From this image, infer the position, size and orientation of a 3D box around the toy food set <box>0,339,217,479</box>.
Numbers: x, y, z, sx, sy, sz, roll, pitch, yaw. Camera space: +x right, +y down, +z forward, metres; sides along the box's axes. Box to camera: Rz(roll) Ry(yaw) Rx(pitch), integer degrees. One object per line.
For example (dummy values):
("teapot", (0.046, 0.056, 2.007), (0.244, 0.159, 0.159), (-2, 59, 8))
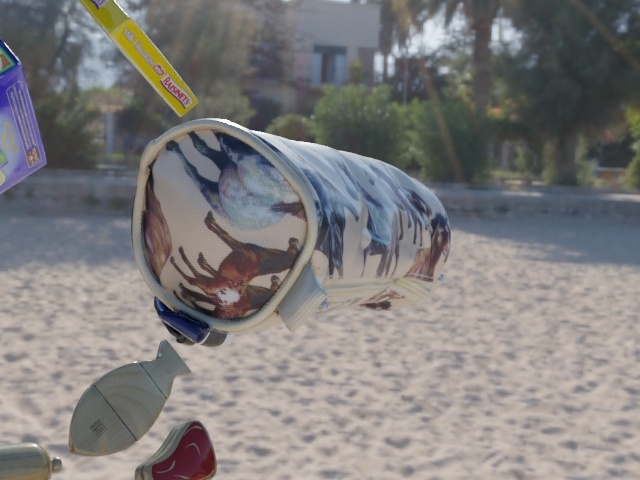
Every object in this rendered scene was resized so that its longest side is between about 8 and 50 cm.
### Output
("toy food set", (-0.084, 0.097, 0.329), (0.019, 0.078, 0.122), (-27, 3, 43))

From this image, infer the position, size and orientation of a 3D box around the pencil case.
("pencil case", (0.000, 0.000, 0.831), (0.160, 0.183, 0.410), (-39, -15, 18))

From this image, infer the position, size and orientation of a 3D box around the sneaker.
("sneaker", (-0.198, 0.055, 1.362), (0.079, 0.216, 0.121), (-32, -30, 35))

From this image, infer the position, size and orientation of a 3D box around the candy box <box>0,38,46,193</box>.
("candy box", (-0.510, -0.103, 1.085), (0.317, 0.122, 0.268), (-40, -10, -22))

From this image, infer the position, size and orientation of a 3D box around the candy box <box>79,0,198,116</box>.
("candy box", (-0.183, -0.195, 0.794), (0.206, 0.027, 0.105), (49, -3, 41))
